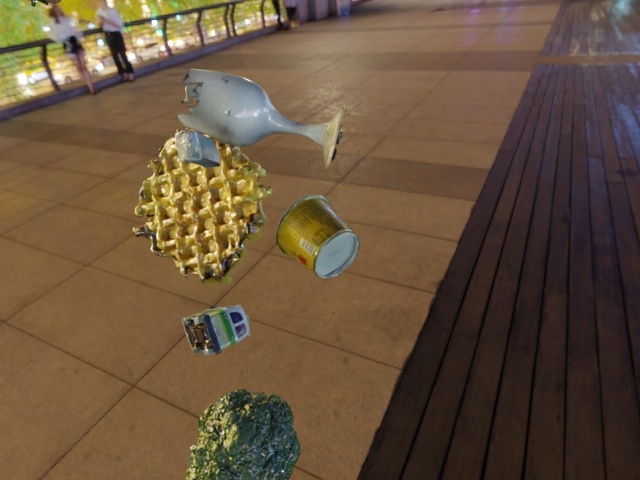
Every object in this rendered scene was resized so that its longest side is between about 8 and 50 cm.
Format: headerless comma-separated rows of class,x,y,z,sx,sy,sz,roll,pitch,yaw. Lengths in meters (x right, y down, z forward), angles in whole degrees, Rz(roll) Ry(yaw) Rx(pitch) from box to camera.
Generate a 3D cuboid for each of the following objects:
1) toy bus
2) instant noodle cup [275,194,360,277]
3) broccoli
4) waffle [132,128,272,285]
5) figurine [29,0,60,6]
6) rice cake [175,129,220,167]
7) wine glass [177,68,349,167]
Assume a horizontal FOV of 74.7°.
toy bus,-0.359,0.298,1.432,0.164,0.134,0.276,-19,1,-33
instant noodle cup,0.000,0.000,1.044,0.182,0.182,0.144,-27,49,-27
broccoli,-0.175,0.475,0.950,0.269,0.270,0.270,1,53,-1
waffle,-0.307,-0.095,1.080,0.382,0.380,0.095,37,17,16
figurine,-0.642,-0.587,0.941,0.178,0.145,0.114,5,-4,-1
rice cake,-0.176,-0.131,0.612,0.034,0.043,0.211,-12,8,-5
wine glass,-0.108,-0.242,0.824,0.320,0.144,0.143,14,35,0
